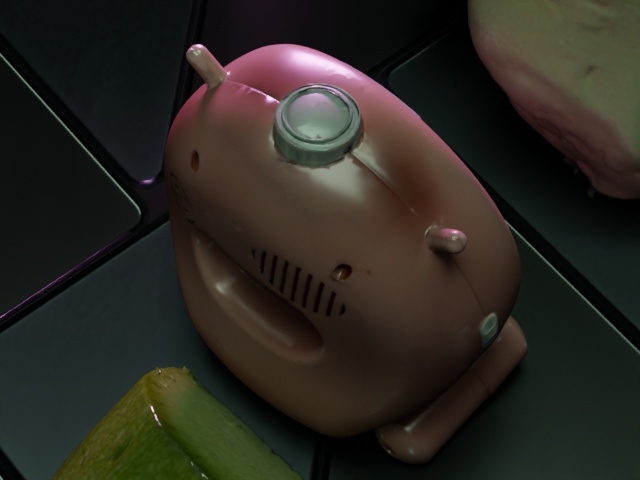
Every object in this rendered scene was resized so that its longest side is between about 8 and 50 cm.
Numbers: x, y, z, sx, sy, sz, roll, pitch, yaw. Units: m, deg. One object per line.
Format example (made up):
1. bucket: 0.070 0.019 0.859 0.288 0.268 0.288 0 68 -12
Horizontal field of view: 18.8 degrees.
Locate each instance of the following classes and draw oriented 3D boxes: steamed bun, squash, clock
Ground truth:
1. steamed bun: 0.202 -0.206 1.245 0.275 0.206 0.320 -23 63 -13
2. squash: -0.088 0.165 1.093 0.192 0.085 0.184 39 66 25
3. clock: 0.000 0.000 1.104 0.227 0.241 0.142 37 70 22
